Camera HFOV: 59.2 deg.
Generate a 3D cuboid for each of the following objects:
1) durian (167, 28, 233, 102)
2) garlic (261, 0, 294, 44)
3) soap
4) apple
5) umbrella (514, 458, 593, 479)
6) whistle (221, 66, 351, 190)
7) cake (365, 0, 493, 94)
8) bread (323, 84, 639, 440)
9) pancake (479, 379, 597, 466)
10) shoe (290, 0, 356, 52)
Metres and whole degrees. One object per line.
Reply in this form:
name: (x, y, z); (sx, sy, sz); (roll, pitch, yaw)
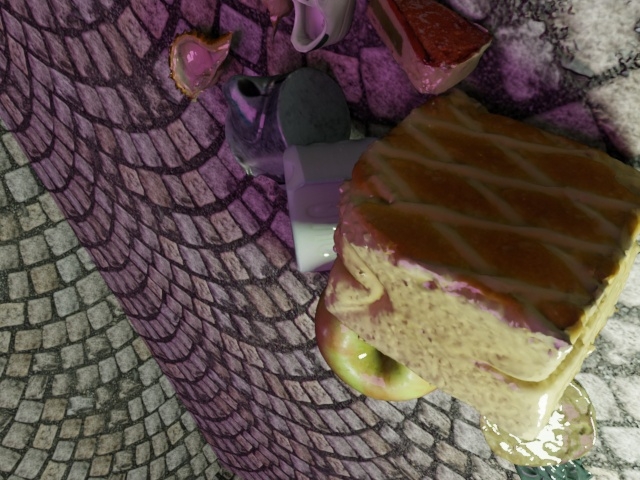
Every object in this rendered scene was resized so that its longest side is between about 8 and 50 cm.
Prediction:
durian: (-0.238, -0.393, 1.202); (0.224, 0.078, 0.140); (-16, 100, 41)
garlic: (-0.086, -0.442, 0.935); (0.090, 0.128, 0.198); (1, 124, 27)
soap: (0.028, -0.055, 1.032); (0.173, 0.095, 0.289); (-6, 147, -2)
apple: (0.149, 0.166, 1.160); (0.319, 0.277, 0.319); (15, 126, 21)
umbrella: (0.498, 0.479, 1.254); (0.143, 0.094, 0.349); (-22, 104, 35)
whistle: (-0.032, -0.160, 1.107); (0.168, 0.188, 0.404); (-1, 124, 47)
cake: (0.132, -0.305, 0.851); (0.220, 0.117, 0.086); (35, 150, 15)
bread: (0.245, 0.013, 0.831); (0.390, 0.371, 0.279); (33, 148, 26)
pancake: (0.441, 0.363, 1.163); (0.242, 0.050, 0.242); (3, 100, 15)
shoe: (0.008, -0.415, 0.882); (0.095, 0.110, 0.265); (33, 146, 21)
